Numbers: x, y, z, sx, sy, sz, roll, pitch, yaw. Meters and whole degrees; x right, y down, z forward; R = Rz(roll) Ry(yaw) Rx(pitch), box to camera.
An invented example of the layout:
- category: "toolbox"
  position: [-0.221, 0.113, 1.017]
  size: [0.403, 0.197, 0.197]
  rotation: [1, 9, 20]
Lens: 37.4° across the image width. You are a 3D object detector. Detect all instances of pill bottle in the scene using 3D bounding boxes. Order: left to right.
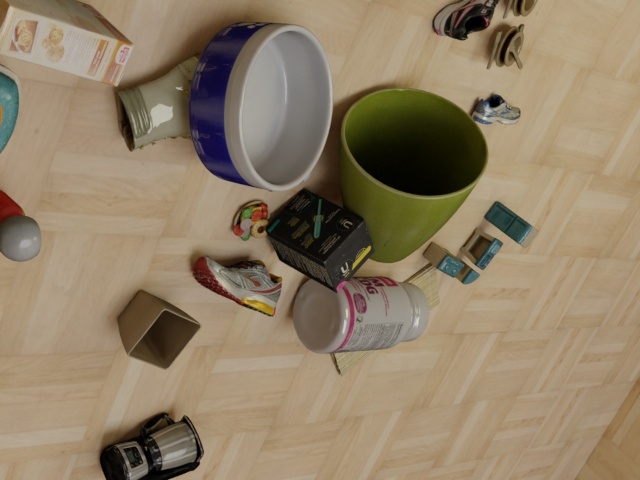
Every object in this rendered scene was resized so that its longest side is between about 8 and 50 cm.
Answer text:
- category: "pill bottle"
  position: [0.093, 0.157, 2.036]
  size: [0.283, 0.160, 0.160]
  rotation: [2, 120, -44]

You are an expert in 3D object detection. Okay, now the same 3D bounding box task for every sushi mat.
- category: "sushi mat"
  position: [0.155, 0.189, 2.233]
  size: [0.316, 0.019, 0.151]
  rotation: [-34, 140, -16]

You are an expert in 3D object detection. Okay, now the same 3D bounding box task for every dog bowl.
- category: "dog bowl"
  position: [-0.090, -0.216, 1.523]
  size: [0.265, 0.104, 0.265]
  rotation: [-27, 123, -52]

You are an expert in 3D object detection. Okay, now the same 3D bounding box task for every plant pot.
- category: "plant pot"
  position: [-0.304, 0.154, 1.720]
  size: [0.109, 0.096, 0.109]
  rotation: [-51, 142, 4]
- category: "plant pot"
  position: [0.148, -0.094, 1.832]
  size: [0.274, 0.275, 0.294]
  rotation: [-24, 151, -27]

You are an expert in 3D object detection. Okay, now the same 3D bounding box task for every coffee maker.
- category: "coffee maker"
  position: [-0.344, 0.452, 1.915]
  size: [0.178, 0.120, 0.171]
  rotation: [-15, 132, -33]

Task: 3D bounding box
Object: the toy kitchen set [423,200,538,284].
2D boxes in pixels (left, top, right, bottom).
- category: "toy kitchen set"
  position: [0.371, 0.006, 2.197]
  size: [0.207, 0.122, 0.166]
  rotation: [-54, 141, 8]

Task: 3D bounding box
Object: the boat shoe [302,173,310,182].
- category: "boat shoe"
  position: [-0.060, -0.169, 1.700]
  size: [0.083, 0.065, 0.183]
  rotation: [-24, 136, -28]

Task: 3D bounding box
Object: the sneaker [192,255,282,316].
- category: "sneaker"
  position: [-0.157, 0.070, 1.813]
  size: [0.225, 0.088, 0.093]
  rotation: [31, 78, -51]

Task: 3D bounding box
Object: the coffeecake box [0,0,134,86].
- category: "coffeecake box"
  position: [-0.366, -0.284, 1.262]
  size: [0.185, 0.142, 0.068]
  rotation: [9, 116, -46]

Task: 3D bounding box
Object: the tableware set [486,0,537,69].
- category: "tableware set"
  position: [0.403, -0.434, 1.897]
  size: [0.128, 0.039, 0.194]
  rotation: [-29, 141, -49]

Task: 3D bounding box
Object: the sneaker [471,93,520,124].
- category: "sneaker"
  position: [0.385, -0.282, 2.029]
  size: [0.135, 0.052, 0.058]
  rotation: [-10, 124, -38]

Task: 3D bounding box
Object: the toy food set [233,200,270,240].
- category: "toy food set"
  position: [-0.128, -0.037, 1.784]
  size: [0.082, 0.020, 0.083]
  rotation: [-13, 130, -35]

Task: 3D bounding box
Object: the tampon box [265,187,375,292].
- category: "tampon box"
  position: [0.000, 0.000, 1.805]
  size: [0.120, 0.161, 0.101]
  rotation: [-46, 143, -20]

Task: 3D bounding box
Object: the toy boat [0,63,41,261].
- category: "toy boat"
  position: [-0.490, -0.101, 1.297]
  size: [0.267, 0.148, 0.318]
  rotation: [-39, 140, -11]

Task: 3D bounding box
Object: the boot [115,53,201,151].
- category: "boot"
  position: [-0.235, -0.176, 1.526]
  size: [0.165, 0.077, 0.213]
  rotation: [-29, 133, -22]

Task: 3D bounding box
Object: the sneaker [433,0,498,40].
- category: "sneaker"
  position: [0.306, -0.437, 1.804]
  size: [0.178, 0.077, 0.072]
  rotation: [-43, 142, -7]
